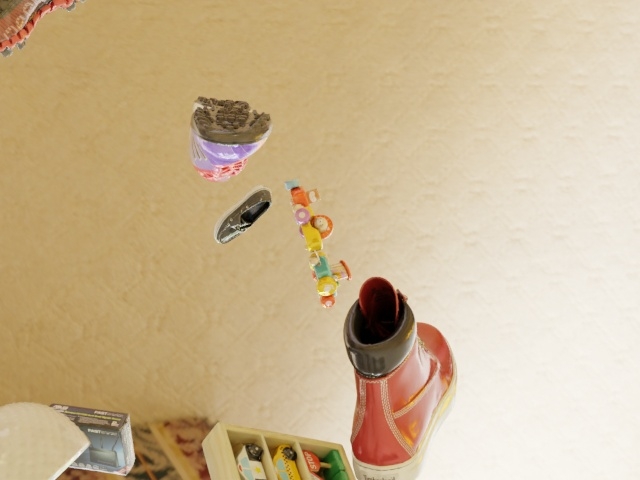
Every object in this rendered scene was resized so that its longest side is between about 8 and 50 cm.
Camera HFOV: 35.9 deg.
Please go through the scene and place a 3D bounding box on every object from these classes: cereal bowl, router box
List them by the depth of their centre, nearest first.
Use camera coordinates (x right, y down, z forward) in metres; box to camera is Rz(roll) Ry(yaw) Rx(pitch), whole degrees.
[{"bbox_3d":[-0.449,0.315,1.196,0.141,0.339,0.339,45,83,0],"label":"cereal bowl"},{"bbox_3d":[-0.336,0.290,1.439,0.123,0.038,0.092,5,122,9],"label":"router box"}]

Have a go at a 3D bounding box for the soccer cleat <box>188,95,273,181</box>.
[{"bbox_3d":[-0.131,-0.128,1.356,0.109,0.318,0.116,5,102,-11],"label":"soccer cleat"}]

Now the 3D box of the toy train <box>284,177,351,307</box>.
[{"bbox_3d":[0.000,0.000,1.236,0.046,0.125,0.166,-17,94,-1],"label":"toy train"}]

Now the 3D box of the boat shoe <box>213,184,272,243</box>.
[{"bbox_3d":[-0.138,-0.039,1.743,0.049,0.040,0.142,27,118,-36],"label":"boat shoe"}]

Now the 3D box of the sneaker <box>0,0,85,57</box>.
[{"bbox_3d":[-0.481,-0.389,1.553,0.276,0.098,0.135,-51,147,-35],"label":"sneaker"}]

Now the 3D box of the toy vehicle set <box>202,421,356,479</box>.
[{"bbox_3d":[-0.009,0.304,0.958,0.166,0.266,0.035,17,124,-37],"label":"toy vehicle set"}]

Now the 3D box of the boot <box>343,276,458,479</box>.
[{"bbox_3d":[0.078,0.095,0.950,0.089,0.244,0.176,-1,112,15],"label":"boot"}]
